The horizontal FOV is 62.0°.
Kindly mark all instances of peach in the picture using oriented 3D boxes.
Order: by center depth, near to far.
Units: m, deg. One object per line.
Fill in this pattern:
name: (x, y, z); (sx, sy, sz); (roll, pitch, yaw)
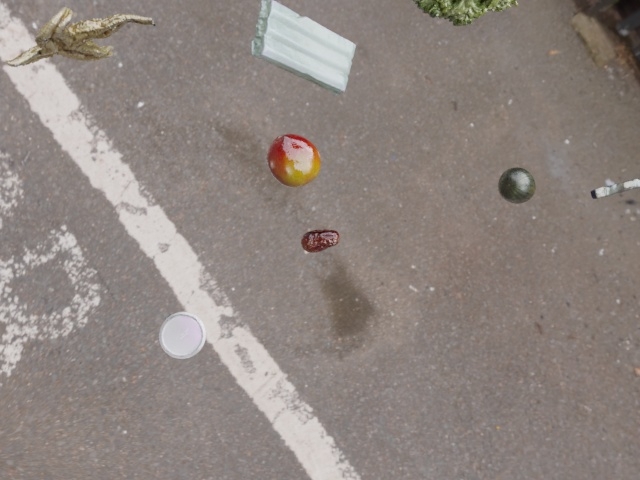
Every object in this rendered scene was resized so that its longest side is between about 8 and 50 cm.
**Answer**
peach: (-0.100, -0.286, 1.858); (0.197, 0.197, 0.198); (13, 64, -29)

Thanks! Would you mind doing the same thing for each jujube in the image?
jujube: (0.000, 0.000, 1.728); (0.077, 0.129, 0.077); (-10, 90, -74)

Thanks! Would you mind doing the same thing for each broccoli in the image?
broccoli: (0.442, -0.694, 1.356); (0.353, 0.397, 0.275); (-51, 123, -32)

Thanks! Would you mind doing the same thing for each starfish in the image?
starfish: (-0.660, -0.576, 1.502); (0.432, 0.323, 0.083); (-41, 111, -59)

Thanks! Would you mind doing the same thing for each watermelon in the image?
watermelon: (0.436, -0.121, 1.181); (0.110, 0.078, 0.078); (15, 60, -55)

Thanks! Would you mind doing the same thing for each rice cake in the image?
rice cake: (-0.028, -0.390, 1.082); (0.237, 0.043, 0.127); (14, 84, -41)

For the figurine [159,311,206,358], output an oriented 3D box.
figurine: (-0.385, 0.267, 1.529); (0.132, 0.154, 0.132); (1, 82, -4)

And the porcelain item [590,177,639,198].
porcelain item: (0.609, -0.106, 1.079); (0.136, 0.075, 0.021); (-14, 84, 6)
